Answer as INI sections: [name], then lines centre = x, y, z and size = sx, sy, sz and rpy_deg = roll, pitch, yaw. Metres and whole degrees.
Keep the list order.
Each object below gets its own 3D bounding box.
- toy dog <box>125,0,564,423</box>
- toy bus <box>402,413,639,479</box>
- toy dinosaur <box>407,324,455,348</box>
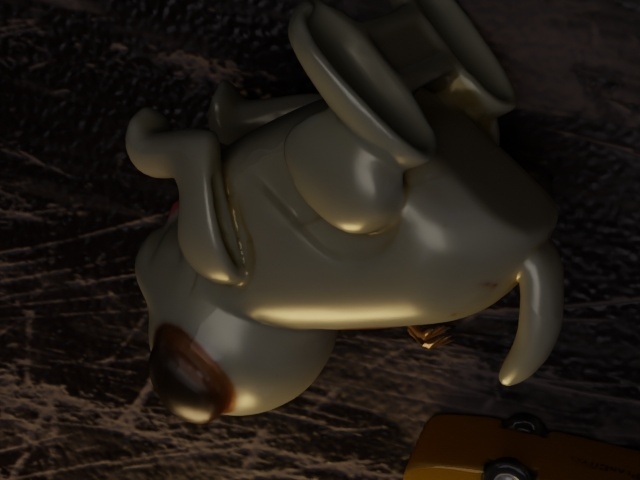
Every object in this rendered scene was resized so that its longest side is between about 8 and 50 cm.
[toy dog]
centre = 0.000, 0.000, 1.449
size = 0.408, 0.284, 0.395
rpy_deg = -38, 96, 33
[toy bus]
centre = 0.249, 0.266, 1.557
size = 0.332, 0.108, 0.130
rpy_deg = 13, 115, 12
[toy dinosaur]
centre = 0.085, 0.054, 1.562
size = 0.211, 0.064, 0.112
rpy_deg = -34, 66, 31
